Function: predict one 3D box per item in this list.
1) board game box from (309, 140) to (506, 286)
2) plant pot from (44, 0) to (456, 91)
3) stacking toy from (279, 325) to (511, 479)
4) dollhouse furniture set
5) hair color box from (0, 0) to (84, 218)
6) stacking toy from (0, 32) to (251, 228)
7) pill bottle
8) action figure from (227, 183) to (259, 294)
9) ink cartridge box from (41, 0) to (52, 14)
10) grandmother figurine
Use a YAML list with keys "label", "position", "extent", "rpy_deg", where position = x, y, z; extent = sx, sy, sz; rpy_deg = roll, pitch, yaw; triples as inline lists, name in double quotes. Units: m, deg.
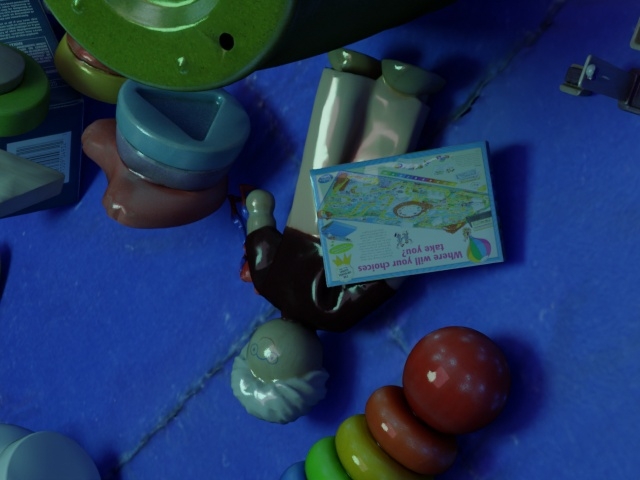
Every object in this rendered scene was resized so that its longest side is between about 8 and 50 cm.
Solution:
- label: "board game box"
  position: [0.074, -0.022, 1.286]
  extent: [0.154, 0.026, 0.103]
  rpy_deg: [-8, 90, 13]
- label: "plant pot"
  position: [-0.048, -0.287, 1.192]
  extent: [0.366, 0.353, 0.366]
  rpy_deg: [14, 123, 22]
- label: "stacking toy"
  position: [0.041, 0.206, 1.280]
  extent: [0.330, 0.141, 0.141]
  rpy_deg: [-49, 52, 16]
- label: "dollhouse furniture set"
  position: [0.231, -0.167, 1.194]
  extent: [0.091, 0.081, 0.114]
  rpy_deg: [25, 99, 43]
- label: "hair color box"
  position: [-0.371, -0.212, 1.707]
  extent: [0.174, 0.105, 0.347]
  rpy_deg: [105, 145, -50]
- label: "stacking toy"
  position: [-0.226, -0.157, 1.467]
  extent: [0.309, 0.279, 0.130]
  rpy_deg: [55, 137, 36]
- label: "pill bottle"
  position: [-0.379, 0.303, 1.603]
  extent: [0.323, 0.181, 0.181]
  rpy_deg: [-25, 65, 37]
- label: "action figure"
  position: [-0.067, 0.002, 1.476]
  extent: [0.038, 0.030, 0.115]
  rpy_deg: [-35, 53, 39]
- label: "ink cartridge box"
  position: [-0.217, -0.344, 1.650]
  extent: [0.203, 0.086, 0.148]
  rpy_deg: [-24, 66, 39]
- label: "grandmother figurine"
  position: [0.000, 0.000, 1.368]
  extent: [0.208, 0.104, 0.342]
  rpy_deg: [20, 93, 50]
